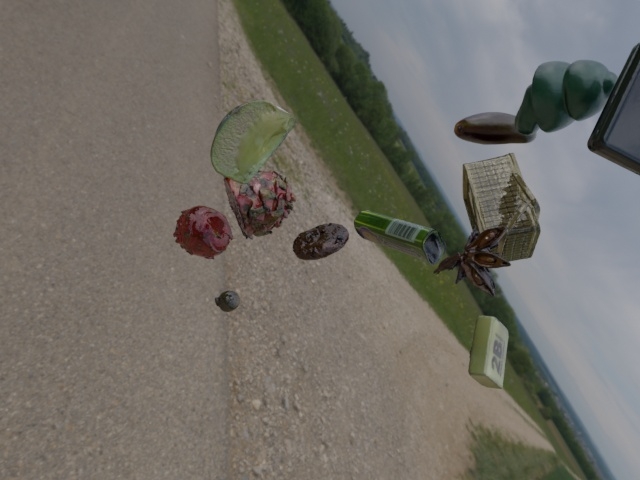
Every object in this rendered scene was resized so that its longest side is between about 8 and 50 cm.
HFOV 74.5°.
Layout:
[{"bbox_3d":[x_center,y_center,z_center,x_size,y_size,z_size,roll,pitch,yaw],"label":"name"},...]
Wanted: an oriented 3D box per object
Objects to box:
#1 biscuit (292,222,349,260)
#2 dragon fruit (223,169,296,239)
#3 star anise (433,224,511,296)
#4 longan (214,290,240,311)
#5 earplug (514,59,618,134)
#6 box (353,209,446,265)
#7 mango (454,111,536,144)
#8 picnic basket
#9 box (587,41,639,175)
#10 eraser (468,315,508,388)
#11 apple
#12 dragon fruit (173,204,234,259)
[{"bbox_3d":[0.000,0.000,1.362,0.192,0.192,0.049,-95,168,-58],"label":"biscuit"},{"bbox_3d":[-0.244,-0.184,1.774,0.296,0.263,0.314,62,-16,18],"label":"dragon fruit"},{"bbox_3d":[0.386,0.055,1.025,0.054,0.212,0.157,15,32,-45],"label":"star anise"},{"bbox_3d":[-0.450,0.294,2.029,0.119,0.106,0.106,2,43,-18],"label":"longan"},{"bbox_3d":[0.582,-0.344,1.025,0.280,0.258,0.163,8,-77,58],"label":"earplug"},{"bbox_3d":[0.276,-0.015,1.509,0.346,0.097,0.134,23,-20,49],"label":"box"},{"bbox_3d":[0.597,-0.382,1.441,0.133,0.268,0.111,7,91,-77],"label":"mango"},{"bbox_3d":[0.587,-0.093,1.369,0.228,0.176,0.312,59,24,-57],"label":"picnic basket"},{"bbox_3d":[0.627,-0.250,0.801,0.160,0.230,0.050,24,2,-5],"label":"box"},{"bbox_3d":[0.467,0.307,1.162,0.117,0.058,0.172,39,58,-34],"label":"eraser"},{"bbox_3d":[-0.222,-0.309,1.222,0.120,0.265,0.193,44,8,39],"label":"apple"},{"bbox_3d":[-0.521,-0.038,1.873,0.252,0.241,0.241,43,16,-2],"label":"dragon fruit"}]
